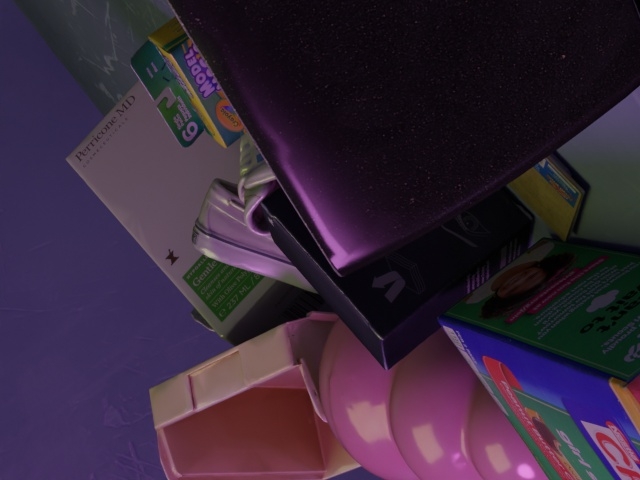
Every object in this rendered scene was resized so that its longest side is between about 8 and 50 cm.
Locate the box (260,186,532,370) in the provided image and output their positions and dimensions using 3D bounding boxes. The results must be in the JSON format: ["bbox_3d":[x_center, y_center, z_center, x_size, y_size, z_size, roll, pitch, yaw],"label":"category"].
[{"bbox_3d":[0.062,-0.008,1.130,0.156,0.158,0.093,49,170,20],"label":"box"}]

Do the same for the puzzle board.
[{"bbox_3d":[0.143,-0.063,1.001,0.128,0.011,0.096,48,168,17],"label":"puzzle board"}]

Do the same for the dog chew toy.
[{"bbox_3d":[0.139,0.146,1.267,0.206,0.206,0.332,56,161,-24],"label":"dog chew toy"}]

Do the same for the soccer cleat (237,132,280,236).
[{"bbox_3d":[-0.043,-0.080,1.392,0.116,0.143,0.331,57,169,-29],"label":"soccer cleat"}]

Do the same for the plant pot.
[{"bbox_3d":[0.048,-0.130,0.620,0.188,0.167,0.187,57,-157,-34],"label":"plant pot"}]

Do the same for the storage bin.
[{"bbox_3d":[-0.013,0.182,1.548,0.262,0.260,0.123,-28,65,42],"label":"storage bin"}]

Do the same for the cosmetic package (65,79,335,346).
[{"bbox_3d":[-0.122,-0.038,1.686,0.365,0.197,0.155,43,-178,33],"label":"cosmetic package"}]

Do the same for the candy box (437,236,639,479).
[{"bbox_3d":[0.246,0.142,0.944,0.268,0.122,0.317,54,169,-12],"label":"candy box"}]

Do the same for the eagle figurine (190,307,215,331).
[{"bbox_3d":[0.002,0.126,1.829,0.225,0.226,0.298,-10,114,56],"label":"eagle figurine"}]

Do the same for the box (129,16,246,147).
[{"bbox_3d":[-0.054,-0.153,1.071,0.043,0.179,0.105,41,166,47],"label":"box"}]

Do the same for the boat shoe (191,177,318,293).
[{"bbox_3d":[0.000,0.000,1.476,0.267,0.088,0.096,17,-162,0],"label":"boat shoe"}]
